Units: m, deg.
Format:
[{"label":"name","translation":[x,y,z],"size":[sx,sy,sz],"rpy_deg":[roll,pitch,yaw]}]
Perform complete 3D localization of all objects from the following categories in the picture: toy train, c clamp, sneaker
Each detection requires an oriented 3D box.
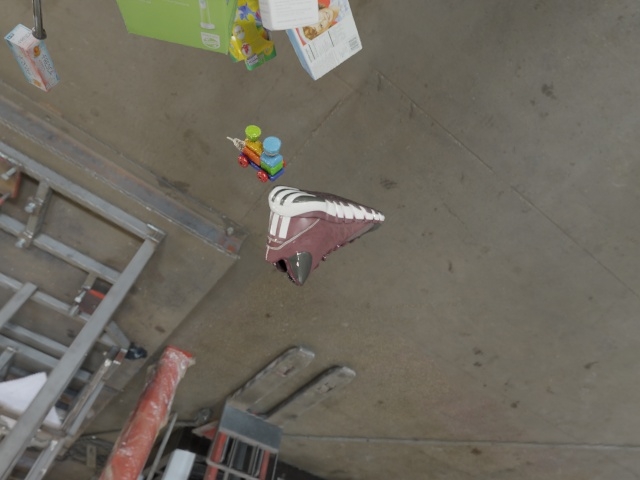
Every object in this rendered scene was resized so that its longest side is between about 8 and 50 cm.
[{"label":"toy train","translation":[-0.222,-0.311,1.304],"size":[0.248,0.105,0.143],"rpy_deg":[39,152,14]},{"label":"c clamp","translation":[-0.489,-0.416,0.705],"size":[0.022,0.160,0.137],"rpy_deg":[-1,155,-35]},{"label":"sneaker","translation":[0.000,0.000,0.720],"size":[0.107,0.282,0.162],"rpy_deg":[26,104,39]}]

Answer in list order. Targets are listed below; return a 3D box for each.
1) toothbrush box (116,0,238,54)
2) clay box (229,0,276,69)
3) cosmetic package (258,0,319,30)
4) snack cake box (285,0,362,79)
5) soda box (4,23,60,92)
[{"label":"toothbrush box","translation":[-0.131,-0.357,0.372],"size":[0.122,0.206,0.283],"rpy_deg":[9,167,-10]},{"label":"clay box","translation":[-0.208,-0.577,1.075],"size":[0.053,0.127,0.221],"rpy_deg":[10,133,40]},{"label":"cosmetic package","translation":[-0.064,-0.460,0.629],"size":[0.086,0.117,0.230],"rpy_deg":[-15,123,-10]},{"label":"snack cake box","translation":[-0.014,-0.540,0.968],"size":[0.152,0.089,0.264],"rpy_deg":[-33,148,3]},{"label":"soda box","translation":[-0.775,-0.488,1.102],"size":[0.063,0.058,0.183],"rpy_deg":[29,157,-10]}]
